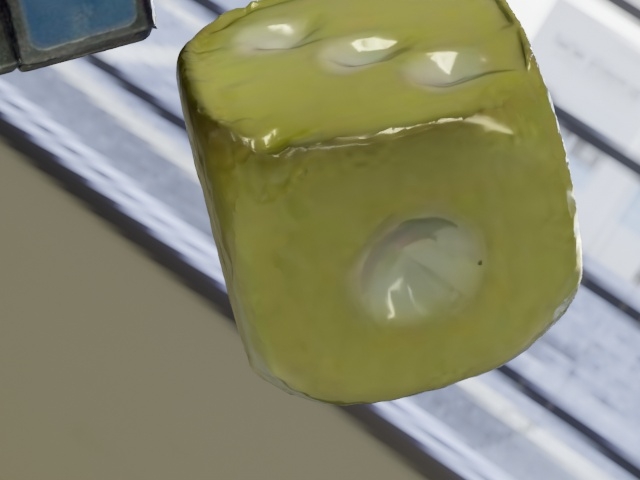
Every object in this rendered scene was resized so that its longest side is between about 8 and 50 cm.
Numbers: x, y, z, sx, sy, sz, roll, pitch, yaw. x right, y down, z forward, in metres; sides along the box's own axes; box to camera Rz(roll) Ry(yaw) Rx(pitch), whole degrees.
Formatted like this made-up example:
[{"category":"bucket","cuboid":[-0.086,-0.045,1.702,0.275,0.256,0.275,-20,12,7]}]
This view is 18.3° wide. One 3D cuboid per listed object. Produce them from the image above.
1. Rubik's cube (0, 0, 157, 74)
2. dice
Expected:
[{"category":"Rubik's cube","cuboid":[-0.355,-0.333,1.540,0.359,0.363,0.362,-16,39,-13]},{"category":"dice","cuboid":[0.038,-0.042,1.390,0.238,0.226,0.233,-14,36,-3]}]
